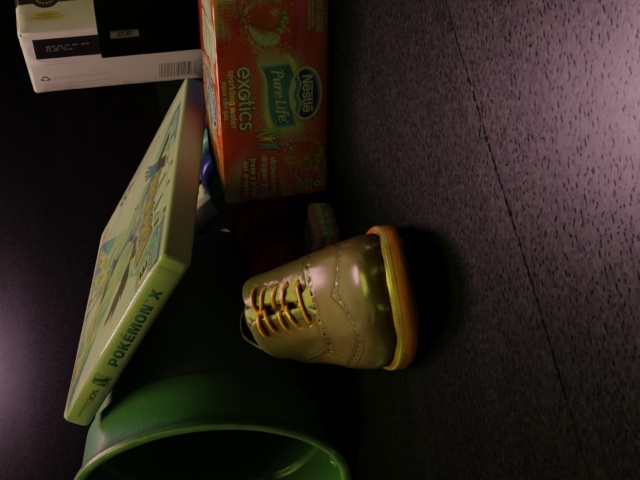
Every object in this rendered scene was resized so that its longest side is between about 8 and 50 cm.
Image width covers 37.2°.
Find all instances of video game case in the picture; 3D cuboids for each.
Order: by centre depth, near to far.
[{"bbox_3d":[-0.219,0.007,1.143,0.300,0.036,0.329,-54,25,35],"label":"video game case"}]

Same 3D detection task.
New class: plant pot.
[{"bbox_3d":[-0.148,0.188,1.262,0.341,0.341,0.334,97,169,-49],"label":"plant pot"}]

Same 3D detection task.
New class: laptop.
[{"bbox_3d":[-0.166,-0.349,1.144,0.264,0.234,0.137,-115,22,-49],"label":"laptop"}]

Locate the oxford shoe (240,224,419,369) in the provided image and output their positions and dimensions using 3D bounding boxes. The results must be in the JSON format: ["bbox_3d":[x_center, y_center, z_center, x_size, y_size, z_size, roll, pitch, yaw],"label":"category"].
[{"bbox_3d":[-0.001,0.071,0.910,0.364,0.132,0.130,132,129,-73],"label":"oxford shoe"}]

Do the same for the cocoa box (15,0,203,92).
[{"bbox_3d":[-0.401,-0.450,1.832,0.231,0.347,0.228,117,144,-69],"label":"cocoa box"}]

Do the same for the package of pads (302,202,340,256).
[{"bbox_3d":[0.000,0.000,1.090,0.083,0.032,0.050,100,160,-53],"label":"package of pads"}]

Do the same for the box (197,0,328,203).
[{"bbox_3d":[-0.063,-0.184,1.045,0.128,0.122,0.257,-114,20,-54],"label":"box"}]

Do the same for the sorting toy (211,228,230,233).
[{"bbox_3d":[-0.211,0.077,1.558,0.257,0.255,0.089,-136,31,-69],"label":"sorting toy"}]

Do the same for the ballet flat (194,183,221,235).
[{"bbox_3d":[-0.152,-0.060,1.386,0.068,0.213,0.072,44,127,-2],"label":"ballet flat"}]

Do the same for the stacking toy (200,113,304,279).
[{"bbox_3d":[-0.091,-0.061,1.270,0.141,0.141,0.330,98,153,-50],"label":"stacking toy"}]
